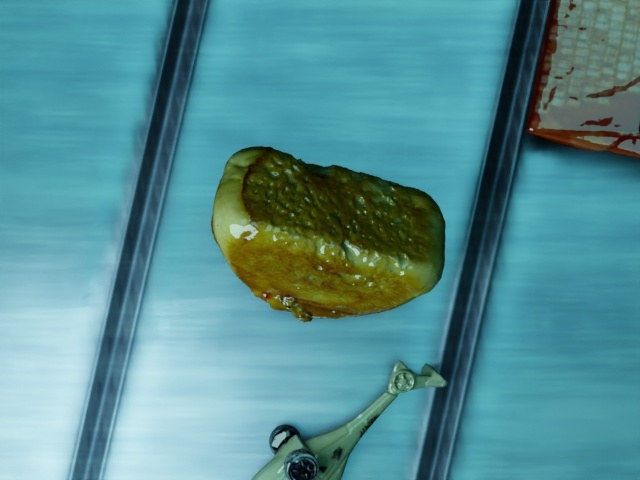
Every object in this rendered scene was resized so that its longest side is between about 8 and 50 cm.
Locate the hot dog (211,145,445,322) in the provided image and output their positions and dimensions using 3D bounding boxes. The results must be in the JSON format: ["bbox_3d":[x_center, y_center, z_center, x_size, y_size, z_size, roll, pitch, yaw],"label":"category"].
[{"bbox_3d":[0.000,0.000,1.840,0.256,0.153,0.150,15,60,-10],"label":"hot dog"}]

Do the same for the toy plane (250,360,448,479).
[{"bbox_3d":[0.015,0.234,1.875,0.286,0.092,0.108,-47,111,0],"label":"toy plane"}]

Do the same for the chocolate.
[{"bbox_3d":[0.362,-0.202,1.863,0.234,0.108,0.238,11,87,6],"label":"chocolate"}]
